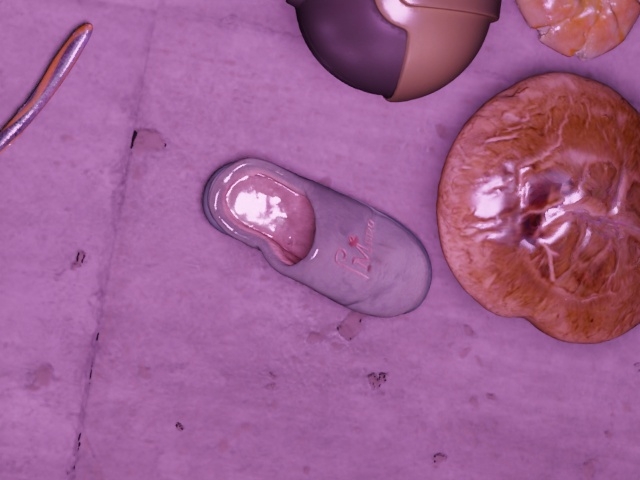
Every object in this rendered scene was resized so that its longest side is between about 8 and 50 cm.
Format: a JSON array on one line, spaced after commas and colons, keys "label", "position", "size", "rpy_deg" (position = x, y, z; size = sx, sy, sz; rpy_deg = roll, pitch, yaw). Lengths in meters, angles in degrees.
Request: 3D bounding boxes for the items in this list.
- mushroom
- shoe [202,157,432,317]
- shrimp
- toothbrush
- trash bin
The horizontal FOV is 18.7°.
[{"label": "mushroom", "position": [0.240, -0.027, 1.925], "size": [0.278, 0.146, 0.278], "rpy_deg": [-2, 93, -27]}, {"label": "shoe", "position": [0.000, 0.000, 1.933], "size": [0.251, 0.100, 0.103], "rpy_deg": [26, 95, -6]}, {"label": "shrimp", "position": [0.232, -0.308, 1.928], "size": [0.145, 0.061, 0.267], "rpy_deg": [-35, 97, -8]}, {"label": "toothbrush", "position": [-0.323, -0.086, 1.926], "size": [0.031, 0.023, 0.321], "rpy_deg": [34, 95, -16]}, {"label": "trash bin", "position": [0.071, -0.298, 1.837], "size": [0.214, 0.214, 0.333], "rpy_deg": [3, 95, -6]}]
